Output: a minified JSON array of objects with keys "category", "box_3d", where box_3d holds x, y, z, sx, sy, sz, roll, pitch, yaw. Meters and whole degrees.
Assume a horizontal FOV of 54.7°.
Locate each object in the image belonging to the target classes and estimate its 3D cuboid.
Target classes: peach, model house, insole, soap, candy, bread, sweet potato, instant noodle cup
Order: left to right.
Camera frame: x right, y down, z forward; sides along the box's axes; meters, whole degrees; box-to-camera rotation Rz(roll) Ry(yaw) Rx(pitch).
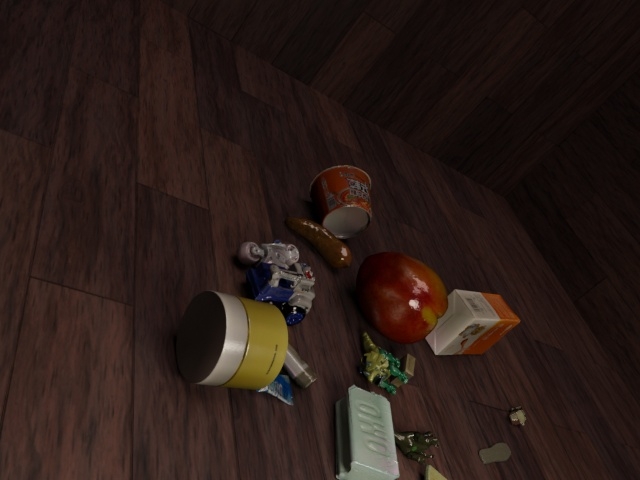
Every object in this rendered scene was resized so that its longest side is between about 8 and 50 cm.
[{"category":"candy","box_3d":[-0.121,0.370,1.608,0.136,0.038,0.088,33,31,-35]},{"category":"sweet potato","box_3d":[0.000,-0.001,2.238,0.292,0.097,0.097,38,27,11]},{"category":"instant noodle cup","box_3d":[0.088,-0.139,2.398,0.250,0.250,0.192,23,41,-32]},{"category":"soap","box_3d":[0.120,0.519,1.638,0.150,0.094,0.261,31,30,-21]},{"category":"peach","box_3d":[0.266,0.182,2.094,0.332,0.307,0.308,46,28,17]},{"category":"bread","box_3d":[0.349,0.721,1.703,0.193,0.036,0.112,41,32,-8]},{"category":"insole","box_3d":[0.578,0.703,2.041,0.192,0.010,0.063,7,42,-46]},{"category":"model house","box_3d":[0.724,0.649,2.267,0.083,0.057,0.058,-2,74,-77]}]

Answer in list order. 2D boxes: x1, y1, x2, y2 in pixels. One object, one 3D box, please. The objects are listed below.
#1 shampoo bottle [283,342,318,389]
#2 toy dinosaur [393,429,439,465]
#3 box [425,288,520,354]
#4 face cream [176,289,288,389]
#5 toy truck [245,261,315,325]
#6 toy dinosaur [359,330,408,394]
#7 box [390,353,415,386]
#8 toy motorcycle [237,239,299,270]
[{"category":"shampoo bottle","box_3d":[-0.100,0.306,1.691,0.227,0.056,0.086,48,-3,13]},{"category":"toy dinosaur","box_3d":[0.246,0.575,1.801,0.179,0.087,0.187,17,-10,40]},{"category":"box","box_3d":[0.567,0.316,2.349,0.341,0.225,0.143,11,39,-44]},{"category":"face cream","box_3d":[-0.211,0.241,1.481,0.179,0.218,0.218,18,36,-39]},{"category":"toy truck","box_3d":[-0.108,0.134,1.810,0.213,0.177,0.161,15,37,-39]},{"category":"toy dinosaur","box_3d":[0.180,0.376,1.933,0.153,0.094,0.259,36,20,-19]},{"category":"box","box_3d":[0.261,0.415,1.973,0.035,0.083,0.079,34,37,-11]},{"category":"toy motorcycle","box_3d":[-0.159,0.056,1.959,0.254,0.112,0.112,3,47,-52]}]
